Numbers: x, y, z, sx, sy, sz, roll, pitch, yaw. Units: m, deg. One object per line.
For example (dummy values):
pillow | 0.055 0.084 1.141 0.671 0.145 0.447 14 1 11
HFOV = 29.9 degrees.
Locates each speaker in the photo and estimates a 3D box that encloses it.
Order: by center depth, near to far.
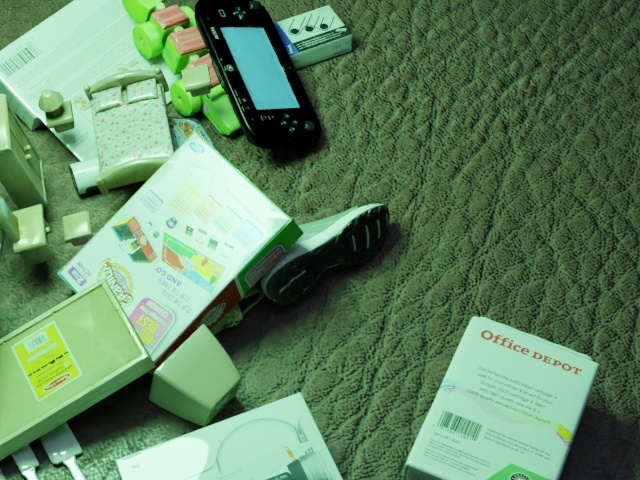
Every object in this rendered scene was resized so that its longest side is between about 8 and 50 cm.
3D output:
speaker | -0.358 -0.123 2.056 0.136 0.055 0.055 -17 55 -16

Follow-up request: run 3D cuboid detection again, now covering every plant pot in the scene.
plant pot | -0.180 0.211 1.779 0.096 0.109 0.109 40 59 10

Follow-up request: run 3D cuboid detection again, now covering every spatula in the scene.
spatula | -0.399 0.366 1.700 0.168 0.019 0.242 -22 57 -25

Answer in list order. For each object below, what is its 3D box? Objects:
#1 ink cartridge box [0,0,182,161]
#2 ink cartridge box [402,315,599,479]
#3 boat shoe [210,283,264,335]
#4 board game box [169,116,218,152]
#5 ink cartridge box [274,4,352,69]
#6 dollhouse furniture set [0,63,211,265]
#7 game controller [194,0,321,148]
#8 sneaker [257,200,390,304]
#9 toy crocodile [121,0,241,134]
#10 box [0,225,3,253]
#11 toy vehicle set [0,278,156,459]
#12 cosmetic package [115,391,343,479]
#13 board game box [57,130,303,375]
ink cartridge box | -0.417 -0.297 2.185 0.261 0.066 0.296 47 61 0
ink cartridge box | 0.261 0.274 1.733 0.201 0.117 0.278 21 54 13
boat shoe | -0.141 0.110 1.886 0.045 0.050 0.135 28 56 25
board game box | -0.230 -0.135 2.046 0.136 0.035 0.201 -1 45 -43
ink cartridge box | -0.052 -0.373 2.270 0.207 0.046 0.097 -22 55 -17
dollhouse furniture set | -0.343 -0.163 1.912 0.355 0.174 0.303 -15 57 2
game controller | -0.114 -0.300 2.131 0.166 0.067 0.319 -3 62 -49
sneaker | 0.000 0.000 1.952 0.271 0.100 0.108 -27 41 -26
toy crocodile | -0.240 -0.335 2.164 0.115 0.105 0.341 -28 76 -29
box | -0.636 -0.066 1.870 0.231 0.262 0.127 -4 52 -4
toy vehicle set | -0.396 0.188 1.764 0.266 0.035 0.166 -31 56 -7
cosmetic package | -0.084 0.422 1.620 0.284 0.097 0.377 -20 55 -14
board game box | -0.220 0.020 1.865 0.316 0.064 0.242 -46 64 -3
